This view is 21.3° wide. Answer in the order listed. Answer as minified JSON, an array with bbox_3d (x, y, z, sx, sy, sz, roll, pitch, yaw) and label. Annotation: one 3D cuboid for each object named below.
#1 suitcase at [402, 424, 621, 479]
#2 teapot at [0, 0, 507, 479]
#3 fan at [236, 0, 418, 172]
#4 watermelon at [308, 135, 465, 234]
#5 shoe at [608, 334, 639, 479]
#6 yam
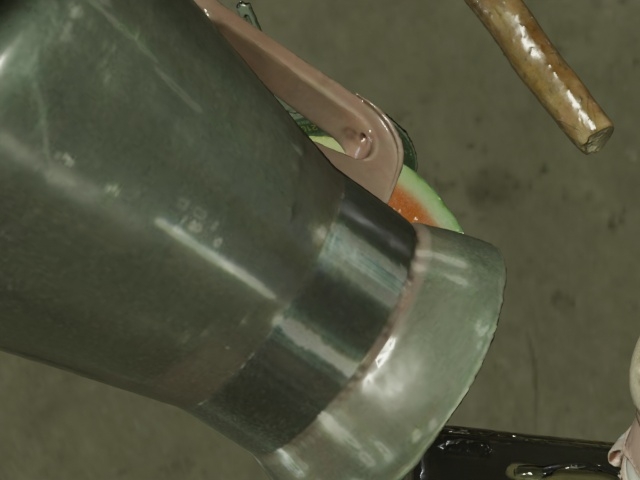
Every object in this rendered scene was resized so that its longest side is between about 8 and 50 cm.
[{"bbox_3d":[0.275,0.347,1.834,0.434,0.283,0.194,5,31,1],"label":"suitcase"},{"bbox_3d":[-0.083,-0.024,0.972,0.344,0.253,0.300,35,46,-16],"label":"teapot"},{"bbox_3d":[-0.045,-0.112,1.786,0.223,0.294,0.012,-30,36,38],"label":"fan"},{"bbox_3d":[0.008,-0.007,1.526,0.231,0.146,0.128,32,68,9],"label":"watermelon"},{"bbox_3d":[0.359,0.174,1.144,0.351,0.198,0.172,34,61,15],"label":"shoe"},{"bbox_3d":[0.230,-0.195,1.819,0.057,0.057,0.241,-30,71,-16],"label":"yam"}]
